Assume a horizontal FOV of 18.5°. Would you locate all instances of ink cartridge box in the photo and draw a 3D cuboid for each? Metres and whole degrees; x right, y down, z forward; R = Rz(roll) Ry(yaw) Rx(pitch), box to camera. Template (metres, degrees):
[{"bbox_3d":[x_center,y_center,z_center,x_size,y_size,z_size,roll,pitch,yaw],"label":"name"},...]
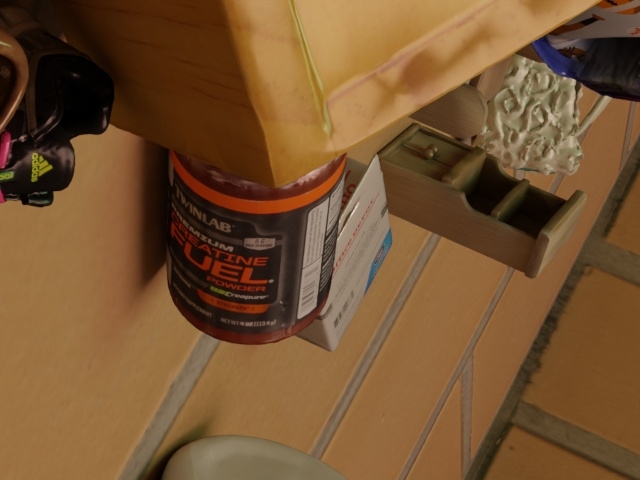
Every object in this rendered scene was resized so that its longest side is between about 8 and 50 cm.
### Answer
[{"bbox_3d":[0.000,0.000,1.432,0.104,0.060,0.180,-61,165,-17],"label":"ink cartridge box"}]

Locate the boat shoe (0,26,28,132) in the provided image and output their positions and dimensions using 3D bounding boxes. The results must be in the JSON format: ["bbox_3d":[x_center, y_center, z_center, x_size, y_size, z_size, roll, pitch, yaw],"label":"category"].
[{"bbox_3d":[-0.199,-0.015,0.568,0.324,0.120,0.123,-49,158,-49],"label":"boat shoe"}]

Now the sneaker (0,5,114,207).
[{"bbox_3d":[-0.143,-0.038,0.821,0.170,0.074,0.063,-50,159,-47],"label":"sneaker"}]

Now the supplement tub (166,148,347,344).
[{"bbox_3d":[-0.038,-0.034,1.151,0.106,0.106,0.198,-55,161,-36],"label":"supplement tub"}]

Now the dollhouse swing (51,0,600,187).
[{"bbox_3d":[0.031,-0.244,0.816,0.346,0.315,0.305,-32,112,-17],"label":"dollhouse swing"}]

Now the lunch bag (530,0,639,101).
[{"bbox_3d":[0.255,-0.298,1.404,0.385,0.238,0.328,68,30,-76],"label":"lunch bag"}]

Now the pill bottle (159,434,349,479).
[{"bbox_3d":[-0.074,0.297,1.444,0.162,0.162,0.278,-33,145,-65],"label":"pill bottle"}]

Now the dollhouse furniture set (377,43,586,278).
[{"bbox_3d":[0.153,-0.120,1.586,0.212,0.161,0.242,-41,152,-58],"label":"dollhouse furniture set"}]

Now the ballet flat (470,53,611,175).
[{"bbox_3d":[0.265,-0.246,1.850,0.409,0.147,0.147,-69,166,8],"label":"ballet flat"}]
